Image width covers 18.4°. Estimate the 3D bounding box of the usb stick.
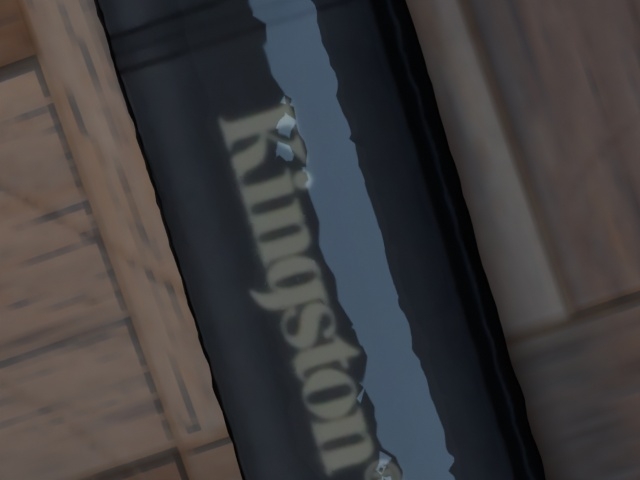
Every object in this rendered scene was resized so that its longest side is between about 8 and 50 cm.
[{"bbox_3d":[0.000,0.000,0.500,0.077,0.045,0.278,-16,94,6],"label":"usb stick"}]
